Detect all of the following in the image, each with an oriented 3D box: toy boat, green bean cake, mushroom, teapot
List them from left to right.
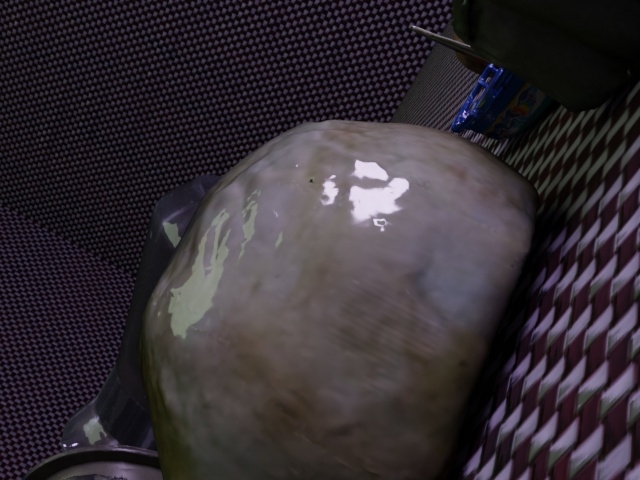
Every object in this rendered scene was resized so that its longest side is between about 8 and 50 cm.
[{"bbox_3d":[-0.115,0.125,1.148,0.253,0.300,0.344,45,110,41],"label":"teapot"},{"bbox_3d":[-0.014,0.060,0.507,0.267,0.164,0.189,-60,1,20],"label":"mushroom"},{"bbox_3d":[0.113,-0.128,0.694,0.091,0.110,0.175,-62,0,-25],"label":"toy boat"},{"bbox_3d":[0.160,-0.203,0.499,0.222,0.125,0.227,120,173,-49],"label":"green bean cake"}]

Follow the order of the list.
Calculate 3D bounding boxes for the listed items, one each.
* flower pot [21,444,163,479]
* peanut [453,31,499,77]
[{"bbox_3d":[-0.195,0.332,0.943,0.202,0.212,0.212,-97,30,-50],"label":"flower pot"},{"bbox_3d":[0.173,-0.212,0.733,0.228,0.085,0.104,123,166,-45],"label":"peanut"}]
